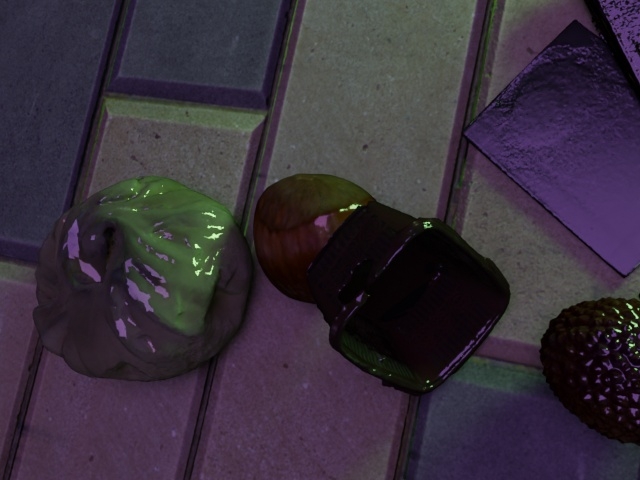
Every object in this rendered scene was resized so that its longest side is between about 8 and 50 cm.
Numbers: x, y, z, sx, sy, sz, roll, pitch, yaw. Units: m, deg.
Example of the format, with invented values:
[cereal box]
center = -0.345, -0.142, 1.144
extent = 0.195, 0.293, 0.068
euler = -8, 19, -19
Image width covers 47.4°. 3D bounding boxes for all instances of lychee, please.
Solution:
[lychee]
center = 0.372, 0.157, 0.929
extent = 0.188, 0.188, 0.188
euler = -3, 79, 16

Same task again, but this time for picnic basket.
[picnic basket]
center = 0.110, 0.073, 0.986
extent = 0.222, 0.297, 0.129
euler = -52, 46, 3

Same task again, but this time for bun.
[bun]
center = -0.290, 0.054, 1.135
extent = 0.360, 0.211, 0.359
euler = -3, 80, 18

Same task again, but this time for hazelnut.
[hazelnut]
center = 0.000, 0.000, 1.082
extent = 0.214, 0.176, 0.214
euler = 17, 117, 37

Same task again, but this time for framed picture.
[framed picture]
center = 0.405, -0.141, 1.063
extent = 0.244, 0.013, 0.324
euler = -45, 71, 5

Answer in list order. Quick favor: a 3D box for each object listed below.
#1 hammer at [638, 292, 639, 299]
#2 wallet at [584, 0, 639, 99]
[hammer]
center = 0.568, 0.021, 0.973
extent = 0.288, 0.033, 0.111
euler = -30, 74, 10
[wallet]
center = 0.512, -0.338, 1.035
extent = 0.221, 0.071, 0.262
euler = -24, 79, 9
